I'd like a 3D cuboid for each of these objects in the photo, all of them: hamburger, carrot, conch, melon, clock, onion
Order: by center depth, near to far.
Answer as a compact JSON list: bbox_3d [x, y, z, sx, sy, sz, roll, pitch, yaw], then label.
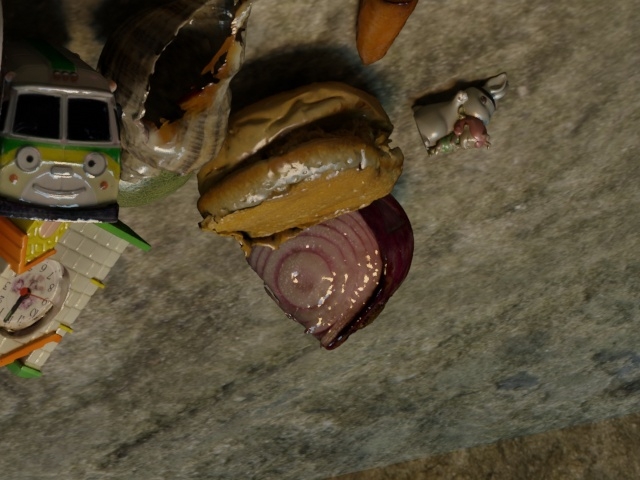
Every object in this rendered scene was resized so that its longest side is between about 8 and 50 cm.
[{"bbox_3d":[-0.190,-0.204,1.958,0.210,0.159,0.291,8,107,-55],"label":"conch"},{"bbox_3d":[0.079,-0.276,2.055,0.072,0.072,0.205,-9,156,-13],"label":"carrot"},{"bbox_3d":[-0.376,0.052,2.088,0.255,0.106,0.220,-55,147,2],"label":"clock"},{"bbox_3d":[-0.258,-0.112,2.113,0.192,0.139,0.139,-2,151,-22],"label":"melon"},{"bbox_3d":[-0.039,-0.100,2.194,0.318,0.158,0.318,-22,164,-6],"label":"hamburger"},{"bbox_3d":[0.024,0.019,2.459,0.256,0.272,0.230,-18,-179,20],"label":"onion"}]

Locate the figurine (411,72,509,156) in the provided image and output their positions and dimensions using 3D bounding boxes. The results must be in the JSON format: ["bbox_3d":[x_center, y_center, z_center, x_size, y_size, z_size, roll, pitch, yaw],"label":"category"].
[{"bbox_3d":[0.212,-0.169,2.312,0.146,0.098,0.081,-19,173,2],"label":"figurine"}]

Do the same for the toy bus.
[{"bbox_3d":[-0.316,-0.127,1.845,0.143,0.179,0.305,5,-167,-19],"label":"toy bus"}]

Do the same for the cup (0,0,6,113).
[{"bbox_3d":[-0.496,-0.189,1.737,0.274,0.253,0.253,8,147,-25],"label":"cup"}]
